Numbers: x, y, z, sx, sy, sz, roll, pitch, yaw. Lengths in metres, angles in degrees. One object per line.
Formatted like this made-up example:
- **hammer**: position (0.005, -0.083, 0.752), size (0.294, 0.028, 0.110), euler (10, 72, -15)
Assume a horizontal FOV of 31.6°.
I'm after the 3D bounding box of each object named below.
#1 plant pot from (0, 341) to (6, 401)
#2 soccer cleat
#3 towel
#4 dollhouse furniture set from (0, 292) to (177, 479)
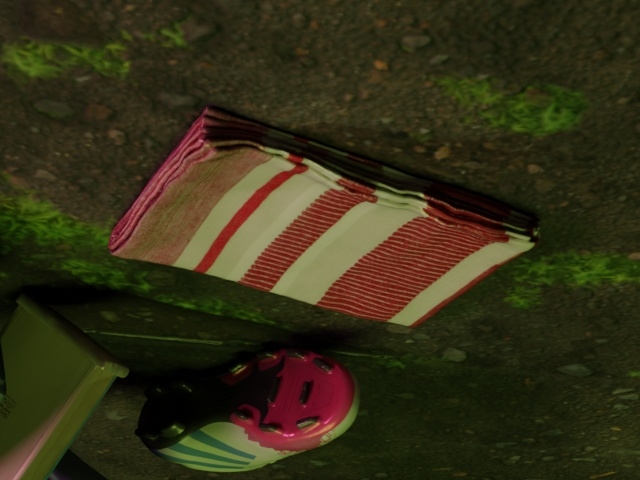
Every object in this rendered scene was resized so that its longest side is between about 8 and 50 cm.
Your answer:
- **plant pot**: position (-0.433, 0.093, 1.022), size (0.252, 0.247, 0.248), euler (-18, 148, 2)
- **soccer cleat**: position (-0.064, 0.202, 1.300), size (0.331, 0.116, 0.143), euler (-13, 144, 38)
- **towel**: position (0.000, 0.000, 1.015), size (0.329, 0.037, 0.237), euler (16, 149, -22)
- **dollhouse furniture set**: position (-0.294, 0.191, 1.271), size (0.286, 0.198, 0.303), euler (32, 175, 28)
